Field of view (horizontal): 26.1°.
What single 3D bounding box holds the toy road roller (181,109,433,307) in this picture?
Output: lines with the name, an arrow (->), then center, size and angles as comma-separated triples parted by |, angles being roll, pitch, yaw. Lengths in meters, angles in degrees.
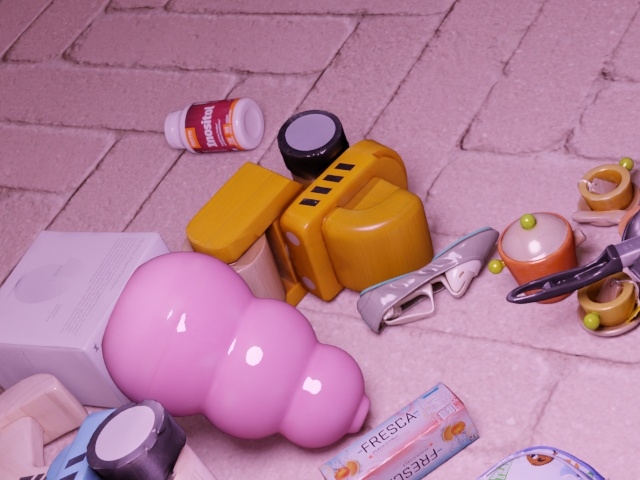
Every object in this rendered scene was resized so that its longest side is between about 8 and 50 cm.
toy road roller -> 0.000, 0.000, 1.860 | 0.241, 0.202, 0.329 | 27, 62, 34

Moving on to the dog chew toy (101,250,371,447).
dog chew toy -> -0.096, 0.149, 1.698 | 0.332, 0.206, 0.206 | 24, 52, 0

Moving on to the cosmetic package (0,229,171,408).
cosmetic package -> -0.339, 0.109, 1.978 | 0.225, 0.138, 0.224 | 1, 46, 33

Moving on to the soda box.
soda box -> 0.093, 0.249, 1.623 | 0.183, 0.063, 0.058 | -33, 38, -8

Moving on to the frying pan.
frying pan -> 0.392, -0.005, 1.641 | 0.326, 0.053, 0.197 | 1, 43, 15

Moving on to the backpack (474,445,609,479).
backpack -> 0.220, 0.334, 1.351 | 0.276, 0.213, 0.263 | -37, 28, -7

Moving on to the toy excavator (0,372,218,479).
toy excavator -> -0.305, 0.320, 1.686 | 0.445, 0.222, 0.433 | -13, 38, 31

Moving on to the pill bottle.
pill bottle -> -0.176, -0.186, 2.260 | 0.152, 0.086, 0.086 | -3, 44, 29

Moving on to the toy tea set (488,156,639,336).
toy tea set -> 0.367, -0.040, 1.740 | 0.200, 0.124, 0.336 | 15, 55, 41

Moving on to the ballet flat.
ballet flat -> 0.152, 0.059, 1.817 | 0.213, 0.072, 0.068 | -28, 65, 1
